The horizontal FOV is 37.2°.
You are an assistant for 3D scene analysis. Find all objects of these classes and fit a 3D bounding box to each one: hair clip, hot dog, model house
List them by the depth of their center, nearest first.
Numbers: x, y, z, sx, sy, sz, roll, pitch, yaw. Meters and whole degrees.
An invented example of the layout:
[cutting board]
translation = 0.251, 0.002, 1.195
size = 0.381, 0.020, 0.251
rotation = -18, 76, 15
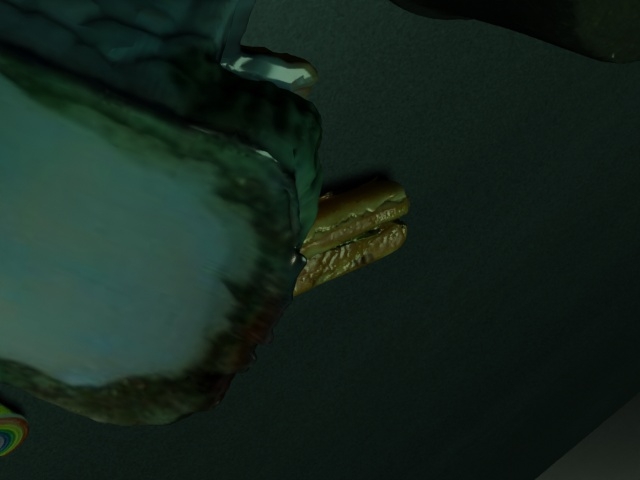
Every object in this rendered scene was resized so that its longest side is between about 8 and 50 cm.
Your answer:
[model house]
translation = -0.146, -0.102, 0.703
size = 0.297, 0.339, 0.360
rotation = 19, 140, -8
[hair clip]
translation = -0.381, 0.196, 1.072
size = 0.060, 0.033, 0.188
rotation = -32, 143, -7
[hot dog]
translation = 0.000, 0.000, 1.135
size = 0.269, 0.072, 0.109
rotation = -21, 139, -22

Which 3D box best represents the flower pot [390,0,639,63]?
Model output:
[flower pot]
translation = 0.228, -0.306, 0.846
size = 0.379, 0.251, 0.379
rotation = -22, 143, -18
